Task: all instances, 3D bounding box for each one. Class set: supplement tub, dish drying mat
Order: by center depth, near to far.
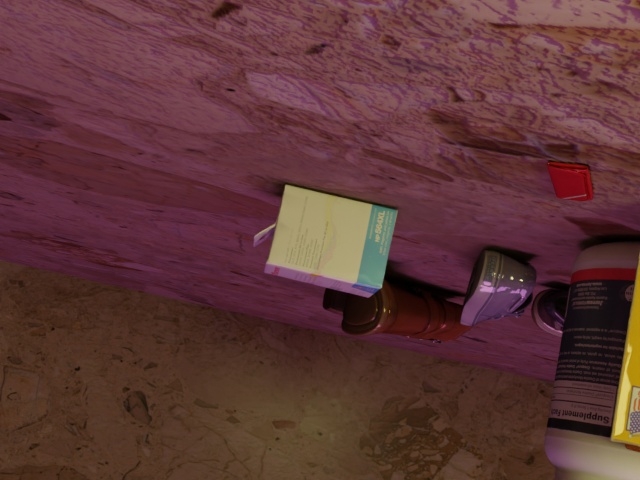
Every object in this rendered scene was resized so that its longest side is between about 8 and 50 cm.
[{"bbox_3d":[0.203,-0.047,0.764,0.032,0.008,0.083,9,170,21],"label":"dish drying mat"},{"bbox_3d":[0.331,0.150,0.948,0.191,0.272,0.191,11,170,2],"label":"supplement tub"}]

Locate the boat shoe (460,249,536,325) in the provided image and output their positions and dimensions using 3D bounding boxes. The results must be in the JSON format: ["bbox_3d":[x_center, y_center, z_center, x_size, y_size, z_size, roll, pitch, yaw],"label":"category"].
[{"bbox_3d":[0.226,0.070,1.190,0.081,0.079,0.227,15,167,7],"label":"boat shoe"}]

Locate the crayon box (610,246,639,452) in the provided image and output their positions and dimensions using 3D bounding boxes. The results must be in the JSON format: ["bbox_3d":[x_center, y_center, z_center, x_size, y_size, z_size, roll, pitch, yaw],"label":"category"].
[{"bbox_3d":[0.398,0.106,0.824,0.323,0.203,0.083,14,170,-8],"label":"crayon box"}]

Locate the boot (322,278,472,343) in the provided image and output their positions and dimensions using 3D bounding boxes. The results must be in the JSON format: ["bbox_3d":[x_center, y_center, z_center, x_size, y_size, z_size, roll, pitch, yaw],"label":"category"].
[{"bbox_3d":[0.137,0.117,1.471,0.220,0.109,0.283,15,172,-12],"label":"boot"}]

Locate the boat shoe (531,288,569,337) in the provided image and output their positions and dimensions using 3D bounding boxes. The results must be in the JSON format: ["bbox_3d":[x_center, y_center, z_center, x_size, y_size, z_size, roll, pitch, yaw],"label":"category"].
[{"bbox_3d":[0.394,0.117,1.253,0.223,0.080,0.073,17,175,-1],"label":"boat shoe"}]

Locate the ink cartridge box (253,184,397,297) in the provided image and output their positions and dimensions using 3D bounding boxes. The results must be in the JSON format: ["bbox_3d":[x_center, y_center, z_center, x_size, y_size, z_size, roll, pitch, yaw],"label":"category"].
[{"bbox_3d":[0.000,0.000,1.034,0.143,0.090,0.092,14,170,-4],"label":"ink cartridge box"}]
